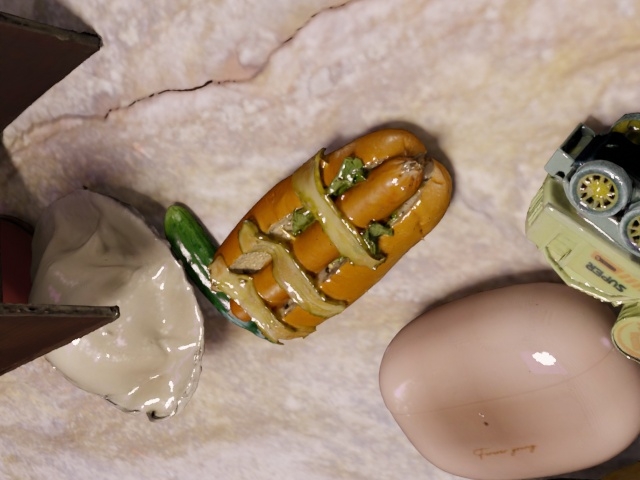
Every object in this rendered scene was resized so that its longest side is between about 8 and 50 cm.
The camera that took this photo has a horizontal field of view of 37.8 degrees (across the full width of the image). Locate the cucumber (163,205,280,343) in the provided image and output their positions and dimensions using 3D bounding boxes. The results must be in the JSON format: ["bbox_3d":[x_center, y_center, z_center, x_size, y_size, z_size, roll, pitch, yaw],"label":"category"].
[{"bbox_3d":[-0.091,0.036,0.824,0.155,0.037,0.037,52,134,-7],"label":"cucumber"}]

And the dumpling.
[{"bbox_3d":[-0.191,0.046,0.844,0.247,0.142,0.172,40,116,25],"label":"dumpling"}]

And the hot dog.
[{"bbox_3d":[0.000,0.000,0.713,0.109,0.072,0.269,45,136,-5],"label":"hot dog"}]

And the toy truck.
[{"bbox_3d":[0.208,0.018,0.571,0.191,0.085,0.116,39,136,7],"label":"toy truck"}]

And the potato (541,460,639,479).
[{"bbox_3d":[0.187,0.262,0.654,0.202,0.218,0.351,62,150,20],"label":"potato"}]

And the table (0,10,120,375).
[{"bbox_3d":[-0.324,-0.021,0.758,0.282,0.196,0.250,-23,67,43],"label":"table"}]

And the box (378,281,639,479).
[{"bbox_3d":[0.136,0.105,0.681,0.200,0.088,0.146,-21,109,41],"label":"box"}]

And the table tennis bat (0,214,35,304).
[{"bbox_3d":[-0.348,0.043,1.017,0.220,0.019,0.130,-24,106,41],"label":"table tennis bat"}]
